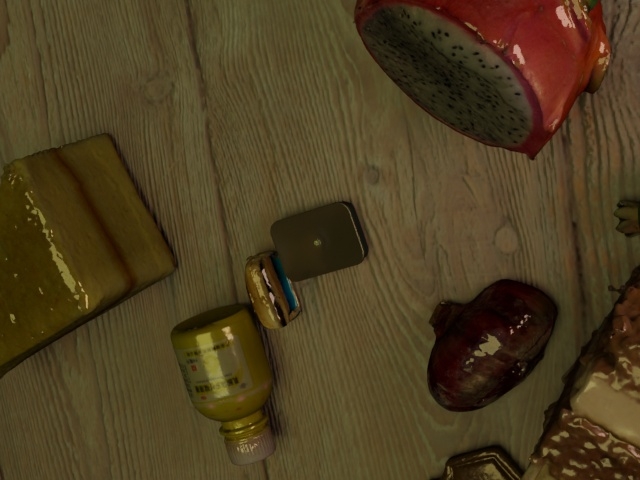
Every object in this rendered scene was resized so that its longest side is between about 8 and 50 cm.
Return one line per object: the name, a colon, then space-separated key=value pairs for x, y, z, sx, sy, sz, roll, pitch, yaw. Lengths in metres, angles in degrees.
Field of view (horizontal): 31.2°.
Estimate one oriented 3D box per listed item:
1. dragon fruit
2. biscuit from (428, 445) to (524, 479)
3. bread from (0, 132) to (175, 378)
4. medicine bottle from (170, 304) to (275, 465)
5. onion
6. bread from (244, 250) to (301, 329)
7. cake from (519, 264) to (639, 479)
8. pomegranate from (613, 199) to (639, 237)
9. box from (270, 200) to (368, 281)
dragon fruit: x=0.199 y=-0.243 z=1.286 sx=0.291 sy=0.290 sz=0.189 roll=36 pitch=80 yaw=12
biscuit: x=0.212 y=0.389 z=1.564 sx=0.182 sy=0.034 sz=0.215 roll=46 pitch=117 yaw=8
bread: x=-0.429 y=0.050 z=1.653 sx=0.362 sy=0.233 sz=0.245 roll=-30 pitch=90 yaw=28
medicine bottle: x=-0.126 y=0.208 z=1.620 sx=0.122 sy=0.122 sz=0.212 roll=-13 pitch=99 yaw=27
onion: x=0.201 y=0.138 z=1.467 sx=0.151 sy=0.098 sz=0.206 roll=34 pitch=115 yaw=11
bread: x=-0.071 y=0.068 z=1.586 sx=0.053 sy=0.072 sz=0.106 roll=-18 pitch=97 yaw=28
cake: x=0.407 y=0.212 z=1.311 sx=0.282 sy=0.256 sz=0.290 roll=28 pitch=118 yaw=13
pomegranate: x=0.406 y=-0.027 z=1.331 sx=0.142 sy=0.114 sz=0.114 roll=-8 pitch=101 yaw=51
box: x=0.000 y=0.000 z=1.558 sx=0.126 sy=0.031 sz=0.091 roll=-18 pitch=96 yaw=27
